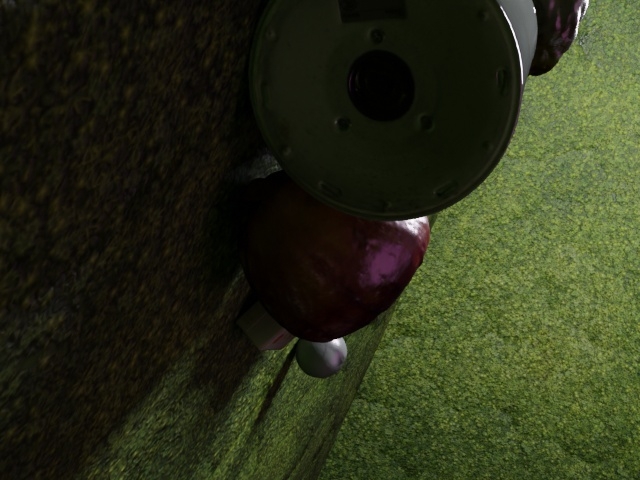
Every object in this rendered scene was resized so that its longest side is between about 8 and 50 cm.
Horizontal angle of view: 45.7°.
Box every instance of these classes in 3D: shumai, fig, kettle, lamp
[{"bbox_3d":[0.257,-0.398,1.302,0.264,0.304,0.309,-18,147,-24],"label":"shumai"},{"bbox_3d":[0.009,0.006,0.890,0.223,0.224,0.263,-67,163,12],"label":"fig"},{"bbox_3d":[0.102,-0.251,0.815,0.376,0.250,0.360,-48,131,-60],"label":"kettle"},{"bbox_3d":[0.002,0.229,1.550,0.105,0.105,0.105,-59,167,-23],"label":"lamp"}]

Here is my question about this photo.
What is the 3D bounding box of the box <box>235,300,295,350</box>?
[{"bbox_3d":[-0.017,0.075,1.109,0.201,0.058,0.141,-43,168,3],"label":"box"}]
